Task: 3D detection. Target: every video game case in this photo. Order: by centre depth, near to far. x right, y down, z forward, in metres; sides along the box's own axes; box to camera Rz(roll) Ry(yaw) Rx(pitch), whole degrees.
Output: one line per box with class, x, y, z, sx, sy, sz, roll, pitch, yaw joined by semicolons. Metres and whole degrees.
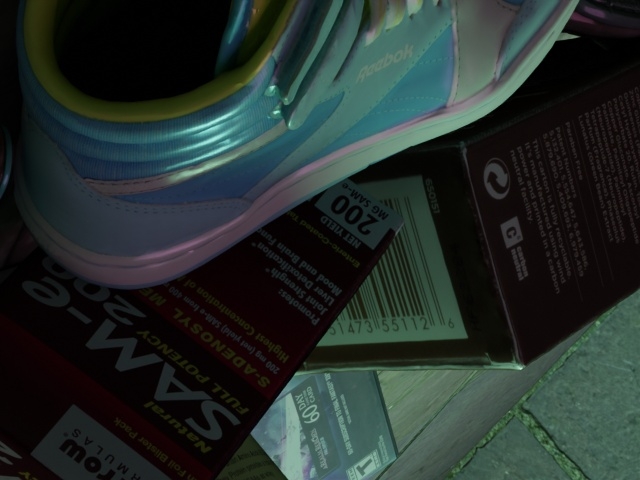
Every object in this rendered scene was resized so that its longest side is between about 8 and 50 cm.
video game case;-0.067;0.178;1.251;0.274;0.026;0.196;-34;134;-19

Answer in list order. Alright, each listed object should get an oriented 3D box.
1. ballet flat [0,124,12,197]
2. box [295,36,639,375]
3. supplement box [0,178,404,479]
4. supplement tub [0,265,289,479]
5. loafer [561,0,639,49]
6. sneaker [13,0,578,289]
ballet flat;-0.176;0.000;0.691;0.052;0.057;0.168;2;142;-25
box;0.141;-0.041;1.052;0.191;0.143;0.381;-6;-165;43
supplement box;-0.075;0.039;0.765;0.239;0.130;0.073;-52;177;-41
supplement tub;-0.112;0.195;0.854;0.235;0.325;0.235;-38;166;-11
loafer;0.194;-0.164;1.065;0.084;0.096;0.267;-44;169;36
sneaker;0.011;-0.111;0.664;0.319;0.127;0.208;-38;167;-15
